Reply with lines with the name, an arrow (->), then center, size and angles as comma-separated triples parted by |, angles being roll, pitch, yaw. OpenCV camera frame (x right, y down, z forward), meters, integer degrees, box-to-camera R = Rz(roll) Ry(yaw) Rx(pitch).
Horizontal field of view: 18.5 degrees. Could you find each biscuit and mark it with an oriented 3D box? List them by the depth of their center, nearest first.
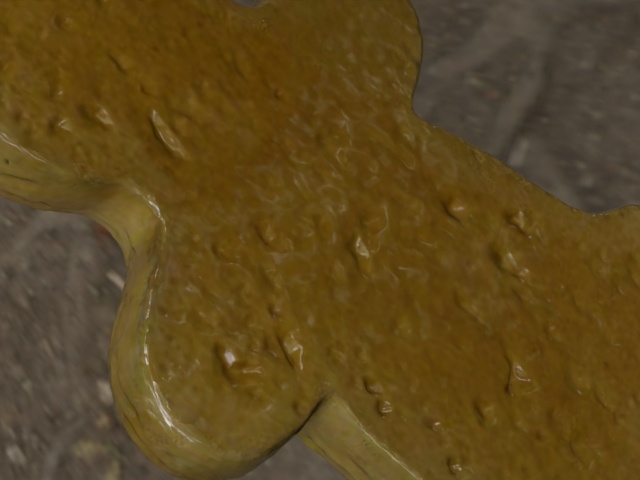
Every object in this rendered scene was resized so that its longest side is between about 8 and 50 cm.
biscuit -> -0.001, 0.001, 0.464 | 0.240, 0.035, 0.158 | 37, 45, -17
